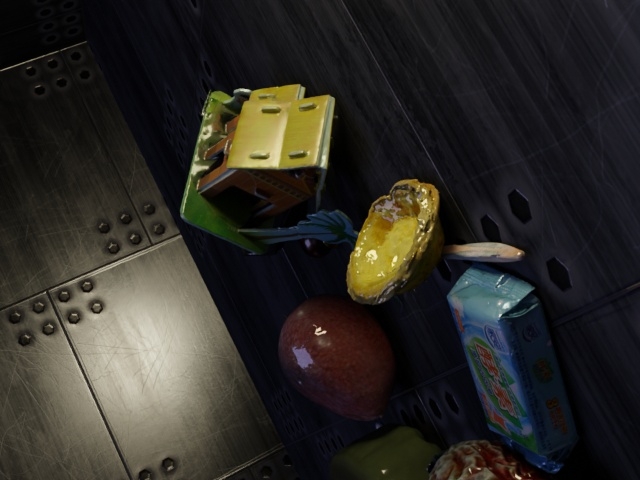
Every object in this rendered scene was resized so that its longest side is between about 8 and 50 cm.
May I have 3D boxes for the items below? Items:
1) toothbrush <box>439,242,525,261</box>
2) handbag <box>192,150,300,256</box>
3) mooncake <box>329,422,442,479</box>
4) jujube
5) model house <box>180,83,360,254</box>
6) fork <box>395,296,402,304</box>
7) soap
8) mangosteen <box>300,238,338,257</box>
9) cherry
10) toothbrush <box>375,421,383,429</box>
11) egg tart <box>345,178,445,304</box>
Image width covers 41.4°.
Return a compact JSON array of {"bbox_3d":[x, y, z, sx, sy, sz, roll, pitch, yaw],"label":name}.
[{"bbox_3d":[0.201,0.017,1.283,0.037,0.028,0.375,46,166,-13],"label":"toothbrush"},{"bbox_3d":[-0.159,-0.140,1.973,0.342,0.152,0.288,61,151,9],"label":"handbag"},{"bbox_3d":[0.178,0.562,1.768,0.356,0.194,0.356,47,148,42],"label":"mooncake"},{"bbox_3d":[0.284,0.419,1.241,0.317,0.226,0.226,29,140,60],"label":"jujube"},{"bbox_3d":[-0.029,-0.150,1.602,0.323,0.340,0.300,-24,48,50],"label":"model house"},{"bbox_3d":[0.124,0.030,1.541,0.039,0.021,0.235,42,152,46],"label":"fork"},{"bbox_3d":[0.274,0.183,1.206,0.156,0.077,0.293,18,130,68],"label":"soap"},{"bbox_3d":[-0.003,-0.001,1.787,0.081,0.081,0.081,55,160,32],"label":"mangosteen"},{"bbox_3d":[0.037,0.241,1.762,0.307,0.221,0.261,44,164,21],"label":"cherry"},{"bbox_3d":[0.199,0.505,1.951,0.269,0.021,0.027,45,148,50],"label":"toothbrush"},{"bbox_3d":[0.124,0.009,1.301,0.090,0.212,0.212,28,174,-20],"label":"egg tart"}]
